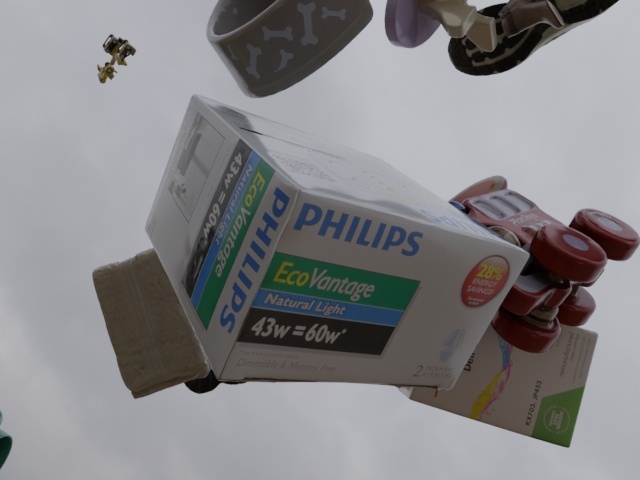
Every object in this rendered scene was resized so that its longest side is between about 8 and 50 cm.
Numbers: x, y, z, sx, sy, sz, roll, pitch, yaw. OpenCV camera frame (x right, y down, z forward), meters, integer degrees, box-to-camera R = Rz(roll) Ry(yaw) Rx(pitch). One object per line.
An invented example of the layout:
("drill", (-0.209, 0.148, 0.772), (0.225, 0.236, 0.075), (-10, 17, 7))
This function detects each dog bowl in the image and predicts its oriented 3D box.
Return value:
("dog bowl", (-0.035, -0.384, 0.883), (0.349, 0.348, 0.102), (-13, -41, 42))

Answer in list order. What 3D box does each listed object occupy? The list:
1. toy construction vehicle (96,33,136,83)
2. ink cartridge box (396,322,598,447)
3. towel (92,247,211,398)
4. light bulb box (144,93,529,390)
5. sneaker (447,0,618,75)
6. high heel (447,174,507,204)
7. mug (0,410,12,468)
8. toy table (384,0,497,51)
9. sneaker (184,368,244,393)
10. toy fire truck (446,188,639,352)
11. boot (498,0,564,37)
("toy construction vehicle", (-0.399, -0.354, 1.126), (0.098, 0.035, 0.086), (-48, -127, 17))
("ink cartridge box", (0.269, 0.203, 1.011), (0.354, 0.207, 0.119), (17, -6, -1))
("towel", (-0.336, 0.161, 1.160), (0.187, 0.049, 0.282), (-20, -96, 9))
("light bulb box", (0.000, 0.000, 0.780), (0.361, 0.358, 0.225), (46, -63, 51))
("sneaker", (0.499, -0.506, 1.340), (0.411, 0.182, 0.158), (-19, -83, 34))
("high heel", (0.323, 0.029, 1.333), (0.181, 0.377, 0.127), (45, -2, -29))
("mug", (-0.554, 0.323, 0.890), (0.097, 0.157, 0.129), (28, -25, 5))
("toy table", (0.270, -0.501, 1.184), (0.161, 0.274, 0.252), (18, -17, 35))
("sneaker", (-0.210, 0.277, 1.299), (0.211, 0.081, 0.080), (-16, -63, 21))
("toy fire truck", (0.312, 0.014, 0.901), (0.254, 0.302, 0.169), (40, -52, 33))
("boot", (0.359, -0.382, 0.997), (0.042, 0.118, 0.087), (23, -44, -39))
